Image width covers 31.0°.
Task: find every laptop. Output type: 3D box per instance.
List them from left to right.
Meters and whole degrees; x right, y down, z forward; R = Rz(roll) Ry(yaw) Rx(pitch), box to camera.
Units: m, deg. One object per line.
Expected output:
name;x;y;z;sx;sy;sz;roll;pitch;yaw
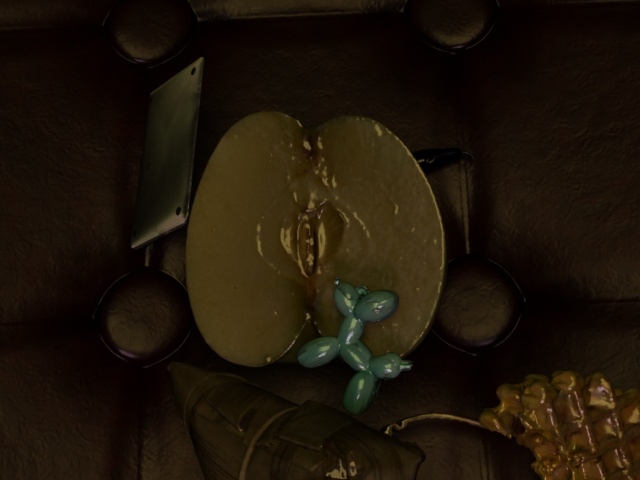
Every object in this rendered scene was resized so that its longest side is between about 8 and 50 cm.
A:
laptop;-0.234;-0.131;1.763;0.015;0.187;0.269;15;69;-31

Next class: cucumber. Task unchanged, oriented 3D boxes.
cucumber;0.159;-0.122;1.807;0.163;0.039;0.043;-18;93;-1

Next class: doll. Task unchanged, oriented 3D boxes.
doll;0.048;0.131;1.538;0.158;0.059;0.159;-43;76;12

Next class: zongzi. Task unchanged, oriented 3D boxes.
zongzi;-0.069;0.448;1.613;0.218;0.467;0.500;-4;102;-37

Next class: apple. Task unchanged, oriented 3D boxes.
apple;0.000;0.000;1.633;0.320;0.311;0.360;3;85;-28

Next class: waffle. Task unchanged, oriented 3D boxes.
waffle;0.342;0.338;1.560;0.261;0.151;0.324;4;85;-19

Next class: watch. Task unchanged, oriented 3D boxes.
watch;0.192;0.330;1.640;0.268;0.102;0.165;9;79;-4
